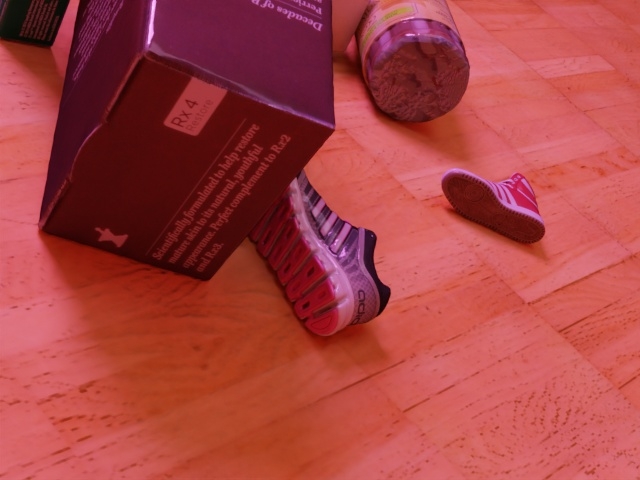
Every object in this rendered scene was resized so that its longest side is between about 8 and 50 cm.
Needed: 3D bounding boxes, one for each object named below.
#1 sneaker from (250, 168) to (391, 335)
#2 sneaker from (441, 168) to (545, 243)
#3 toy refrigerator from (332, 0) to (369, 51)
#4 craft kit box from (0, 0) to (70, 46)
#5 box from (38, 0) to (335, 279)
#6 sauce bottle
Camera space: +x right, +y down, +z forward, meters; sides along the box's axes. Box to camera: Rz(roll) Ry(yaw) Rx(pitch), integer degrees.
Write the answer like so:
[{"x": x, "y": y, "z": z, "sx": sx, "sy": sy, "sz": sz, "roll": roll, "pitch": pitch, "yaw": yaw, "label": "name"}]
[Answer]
[{"x": 0.000, "y": 0.000, "z": 0.853, "sx": 0.074, "sy": 0.063, "sz": 0.170, "roll": 3, "pitch": 46, "yaw": -39, "label": "sneaker"}, {"x": 0.165, "y": -0.047, "z": 1.087, "sx": 0.118, "sy": 0.042, "sz": 0.067, "roll": 30, "pitch": 34, "yaw": -19, "label": "sneaker"}, {"x": -0.085, "y": -0.262, "z": 1.125, "sx": 0.269, "sy": 0.094, "sz": 0.102, "roll": 1, "pitch": 35, "yaw": -42, "label": "toy refrigerator"}, {"x": -0.240, "y": -0.335, "z": 0.930, "sx": 0.061, "sy": 0.250, "sz": 0.247, "roll": 6, "pitch": 39, "yaw": -35, "label": "craft kit box"}, {"x": -0.090, "y": -0.186, "z": 0.821, "sx": 0.143, "sy": 0.191, "sz": 0.381, "roll": 20, "pitch": 49, "yaw": -22, "label": "box"}, {"x": 0.085, "y": -0.261, "z": 1.262, "sx": 0.111, "sy": 0.111, "sz": 0.344, "roll": 20, "pitch": 31, "yaw": -20, "label": "sauce bottle"}]
